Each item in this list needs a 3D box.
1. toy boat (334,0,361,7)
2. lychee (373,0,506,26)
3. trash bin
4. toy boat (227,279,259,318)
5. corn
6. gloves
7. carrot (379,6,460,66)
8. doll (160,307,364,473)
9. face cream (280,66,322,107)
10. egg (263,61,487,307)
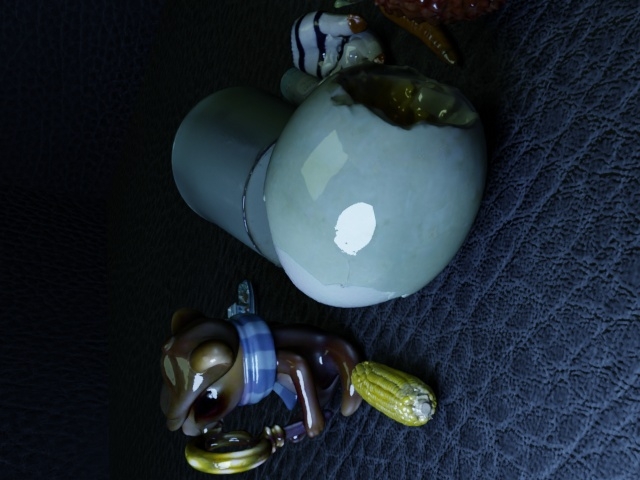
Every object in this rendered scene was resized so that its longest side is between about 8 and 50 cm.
[{"bbox_3d":[0.084,-0.508,1.380,0.108,0.099,0.293,-32,46,60],"label":"toy boat"},{"bbox_3d":[0.156,-0.407,1.015,0.264,0.300,0.264,8,106,30],"label":"lychee"},{"bbox_3d":[-0.095,-0.121,1.441,0.432,0.280,0.280,34,114,60],"label":"trash bin"},{"bbox_3d":[-0.173,0.153,1.776,0.059,0.066,0.140,-45,44,49],"label":"toy boat"},{"bbox_3d":[0.101,0.214,1.138,0.206,0.067,0.067,-168,86,-69],"label":"corn"},{"bbox_3d":[0.042,-0.329,1.409,0.218,0.131,0.140,25,106,34],"label":"gloves"},{"bbox_3d":[0.150,-0.335,1.221,0.061,0.061,0.257,-67,30,30],"label":"carrot"},{"bbox_3d":[-0.101,0.228,1.299,0.318,0.340,0.209,38,114,49],"label":"doll"},{"bbox_3d":[-0.011,-0.277,1.541,0.229,0.075,0.075,-132,54,-59],"label":"face cream"},{"bbox_3d":[0.062,-0.054,1.053,0.278,0.278,0.336,-114,37,-51],"label":"egg"}]
